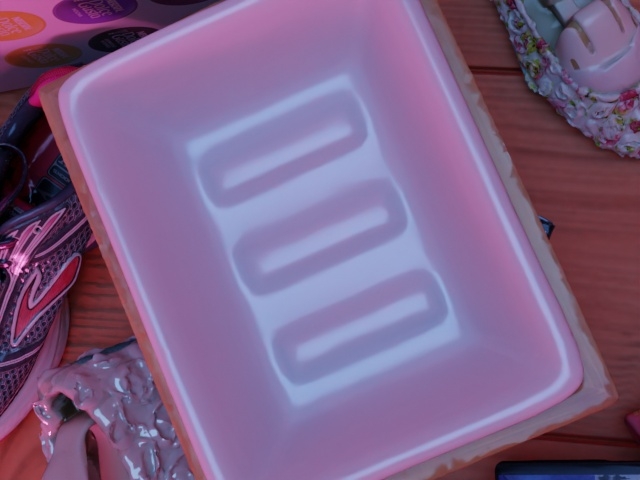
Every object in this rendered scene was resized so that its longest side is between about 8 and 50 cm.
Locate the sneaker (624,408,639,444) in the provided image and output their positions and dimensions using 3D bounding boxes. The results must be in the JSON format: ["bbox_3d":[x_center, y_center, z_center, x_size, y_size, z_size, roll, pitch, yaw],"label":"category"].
[{"bbox_3d":[0.245,0.119,0.669,0.094,0.081,0.208,28,77,28],"label":"sneaker"}]

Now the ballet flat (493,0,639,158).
[{"bbox_3d":[0.159,-0.159,0.701,0.091,0.077,0.241,-34,83,2],"label":"ballet flat"}]

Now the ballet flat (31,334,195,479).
[{"bbox_3d":[-0.123,0.261,0.663,0.147,0.147,0.408,-8,82,6],"label":"ballet flat"}]

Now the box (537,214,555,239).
[{"bbox_3d":[0.041,0.022,0.697,0.180,0.077,0.147,24,88,8],"label":"box"}]

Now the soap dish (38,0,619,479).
[{"bbox_3d":[0.000,0.000,0.604,0.229,0.118,0.290,-24,83,4],"label":"soap dish"}]

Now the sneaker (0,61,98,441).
[{"bbox_3d":[-0.220,0.013,0.710,0.121,0.112,0.299,26,89,8],"label":"sneaker"}]

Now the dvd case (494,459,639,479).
[{"bbox_3d":[0.229,0.215,0.599,0.253,0.022,0.180,-5,78,19],"label":"dvd case"}]

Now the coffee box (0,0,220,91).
[{"bbox_3d":[-0.204,-0.300,0.621,0.335,0.337,0.338,-9,83,5],"label":"coffee box"}]
